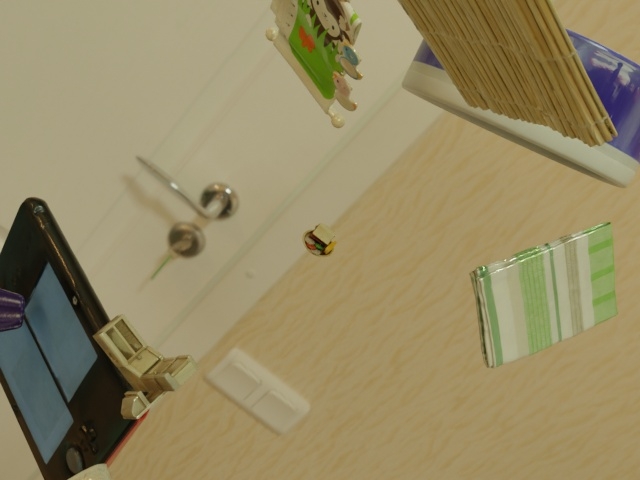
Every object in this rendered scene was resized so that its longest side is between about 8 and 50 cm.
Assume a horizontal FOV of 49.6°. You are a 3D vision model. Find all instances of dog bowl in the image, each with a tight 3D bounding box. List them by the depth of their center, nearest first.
[{"bbox_3d":[0.228,-0.158,0.749,0.265,0.104,0.265,24,13,-6],"label":"dog bowl"}]

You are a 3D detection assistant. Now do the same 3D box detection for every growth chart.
[{"bbox_3d":[-0.009,-0.233,0.693,0.172,0.021,0.237,52,-20,23],"label":"growth chart"}]

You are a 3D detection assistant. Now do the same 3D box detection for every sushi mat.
[{"bbox_3d":[0.081,-0.179,0.456,0.316,0.019,0.151,42,-5,-39],"label":"sushi mat"}]

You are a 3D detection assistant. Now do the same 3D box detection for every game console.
[{"bbox_3d":[-0.412,0.178,1.064,0.060,0.342,0.386,-15,62,-44],"label":"game console"}]

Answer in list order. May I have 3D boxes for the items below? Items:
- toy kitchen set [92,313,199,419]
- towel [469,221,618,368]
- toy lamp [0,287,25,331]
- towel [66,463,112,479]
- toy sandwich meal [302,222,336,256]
[{"bbox_3d":[-0.176,0.117,0.650,0.068,0.083,0.075,-44,109,-38],"label":"toy kitchen set"},{"bbox_3d":[0.219,0.052,0.675,0.023,0.152,0.113,-135,-152,-61],"label":"towel"},{"bbox_3d":[-0.560,0.092,0.962,0.275,0.080,0.080,5,41,-27],"label":"toy lamp"},{"bbox_3d":[-0.369,0.440,0.889,0.187,0.282,0.049,57,-5,28],"label":"towel"},{"bbox_3d":[0.000,0.000,1.529,0.086,0.029,0.085,18,44,-19],"label":"toy sandwich meal"}]
